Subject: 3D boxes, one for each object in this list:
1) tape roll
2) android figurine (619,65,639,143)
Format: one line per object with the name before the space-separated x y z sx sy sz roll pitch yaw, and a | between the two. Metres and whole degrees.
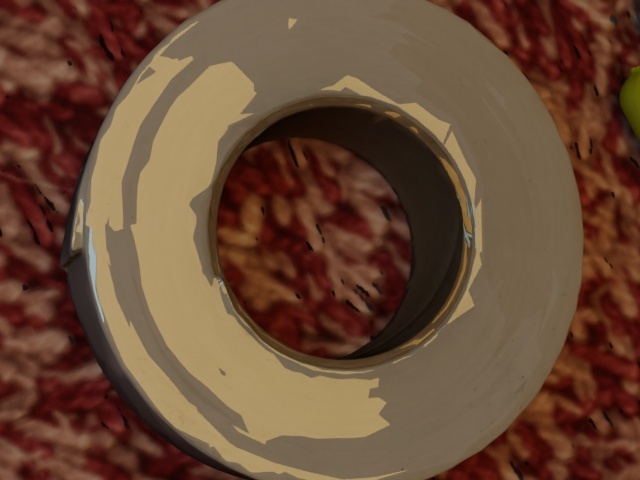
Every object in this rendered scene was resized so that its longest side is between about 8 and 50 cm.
tape roll | 0.000 0.000 0.776 0.286 0.100 0.286 2 83 -15
android figurine | 0.311 -0.117 0.894 0.248 0.056 0.273 -28 91 -16
